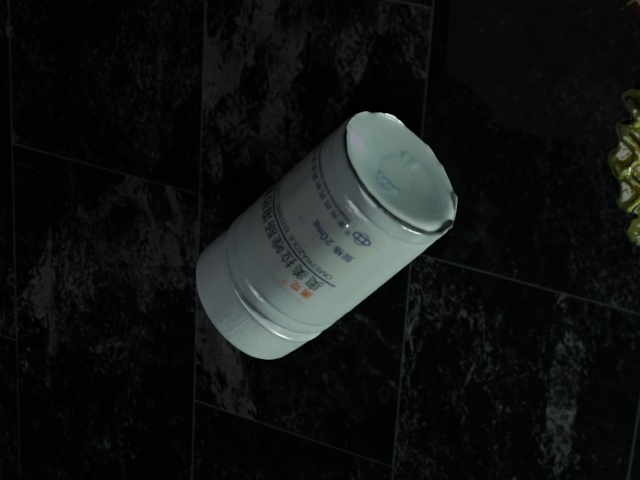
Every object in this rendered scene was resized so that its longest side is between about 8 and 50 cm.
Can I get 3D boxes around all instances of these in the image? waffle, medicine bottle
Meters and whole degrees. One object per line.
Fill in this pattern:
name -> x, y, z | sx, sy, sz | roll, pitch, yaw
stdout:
waffle -> 0.442, -0.091, 1.873 | 0.223, 0.054, 0.204 | 4, 111, 27
medicine bottle -> 0.000, 0.000, 2.089 | 0.190, 0.190, 0.332 | 51, 126, 3

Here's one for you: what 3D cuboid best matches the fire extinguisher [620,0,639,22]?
fire extinguisher -> 0.378, -0.262, 1.851 | 0.132, 0.039, 0.056 | 53, 158, 1
